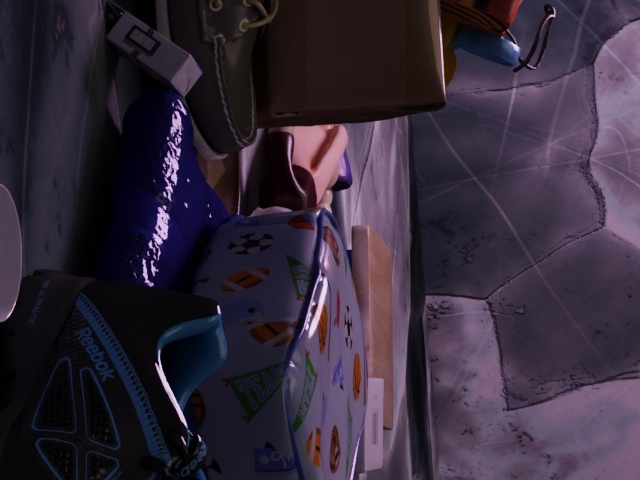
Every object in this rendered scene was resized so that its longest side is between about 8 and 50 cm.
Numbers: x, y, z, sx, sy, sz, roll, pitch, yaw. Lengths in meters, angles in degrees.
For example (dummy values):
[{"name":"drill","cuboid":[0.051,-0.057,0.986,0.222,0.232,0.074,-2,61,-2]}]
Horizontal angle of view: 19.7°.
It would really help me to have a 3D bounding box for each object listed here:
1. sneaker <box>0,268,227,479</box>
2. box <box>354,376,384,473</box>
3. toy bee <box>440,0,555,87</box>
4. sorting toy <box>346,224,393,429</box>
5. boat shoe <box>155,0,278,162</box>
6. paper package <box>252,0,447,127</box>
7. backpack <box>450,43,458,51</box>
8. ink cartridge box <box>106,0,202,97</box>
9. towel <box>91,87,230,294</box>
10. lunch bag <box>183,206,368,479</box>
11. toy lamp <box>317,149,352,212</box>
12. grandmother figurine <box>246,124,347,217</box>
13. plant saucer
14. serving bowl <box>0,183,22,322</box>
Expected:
[{"name":"sneaker","cuboid":[-0.143,0.151,1.113,0.125,0.140,0.341,83,11,-49]},{"name":"box","cuboid":[-0.033,0.171,1.733,0.130,0.170,0.091,30,61,-80]},{"name":"toy bee","cuboid":[0.133,-0.229,1.824,0.298,0.162,0.195,83,30,-67]},{"name":"sorting toy","cuboid":[0.040,0.123,2.489,0.257,0.089,0.255,42,47,-78]},{"name":"boat shoe","cuboid":[-0.089,-0.221,1.576,0.109,0.091,0.305,-31,113,-74]},{"name":"paper package","cuboid":[0.001,-0.274,1.765,0.309,0.168,0.325,-173,-101,-79]},{"name":"backpack","cuboid":[0.094,-0.352,2.053,0.273,0.355,0.290,-56,147,-43]},{"name":"ink cartridge box","cuboid":[-0.138,-0.152,1.467,0.028,0.083,0.048,-53,165,-5]},{"name":"towel","cuboid":[-0.134,0.063,1.447,0.227,0.076,0.308,69,21,-47]},{"name":"lunch bag","cuboid":[-0.034,0.129,1.438,0.303,0.115,0.243,-72,156,-60]},{"name":"toy lamp","cuboid":[0.000,0.000,2.294,0.080,0.080,0.274,52,39,-76]},{"name":"grandmother figurine","cuboid":[-0.030,-0.049,2.037,0.342,0.104,0.208,-80,158,-62]},{"name":"plant saucer","cuboid":[-0.110,-0.070,1.711,0.198,0.036,0.198,-2,90,-82]},{"name":"serving bowl","cuboid":[-0.204,0.008,1.102,0.083,0.027,0.083,-2,90,-81]}]
